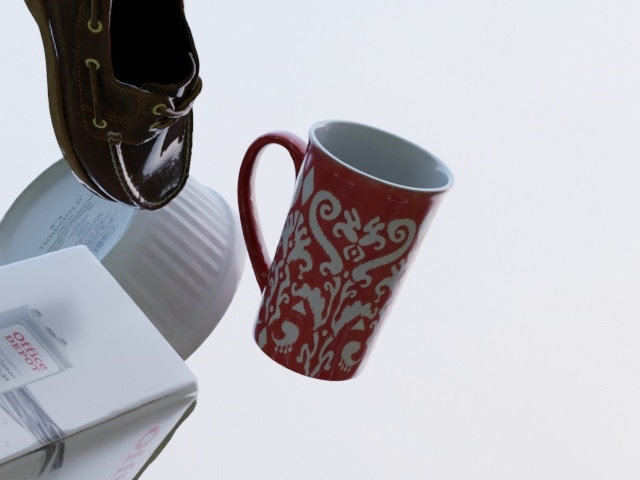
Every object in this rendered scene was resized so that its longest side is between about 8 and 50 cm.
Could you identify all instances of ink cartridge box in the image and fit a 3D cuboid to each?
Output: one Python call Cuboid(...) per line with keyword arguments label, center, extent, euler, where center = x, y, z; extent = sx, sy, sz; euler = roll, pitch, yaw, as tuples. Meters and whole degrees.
Cuboid(label="ink cartridge box", center=(-0.228, 0.133, 0.797), extent=(0.117, 0.283, 0.207), euler=(48, -57, 17))

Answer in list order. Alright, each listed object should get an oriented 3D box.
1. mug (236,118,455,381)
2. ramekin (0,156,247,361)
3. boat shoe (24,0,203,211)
Cuboid(label="mug", center=(0.009, 0.001, 1.157), extent=(0.113, 0.150, 0.169), euler=(2, -62, -37))
Cuboid(label="ramekin", center=(-0.173, 0.014, 1.243), extent=(0.207, 0.207, 0.109), euler=(-22, -48, 23))
Cuboid(label="boat shoe", center=(-0.096, -0.088, 0.765), extent=(0.073, 0.073, 0.207), euler=(20, -35, 27))
